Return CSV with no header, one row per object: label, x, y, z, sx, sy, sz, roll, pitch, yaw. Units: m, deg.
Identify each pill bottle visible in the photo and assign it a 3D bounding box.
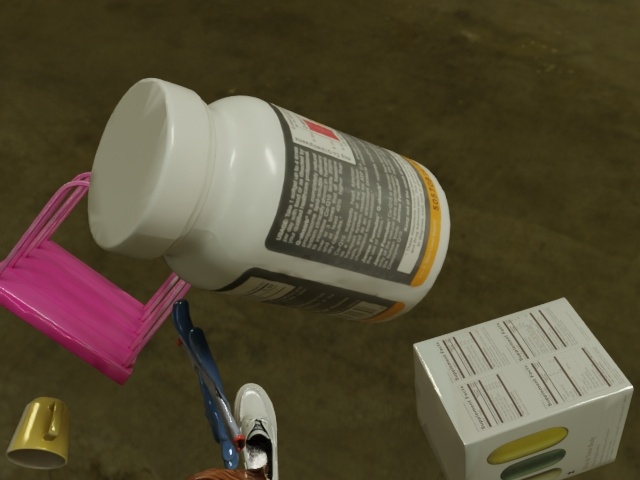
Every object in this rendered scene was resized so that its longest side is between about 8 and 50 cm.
pill bottle,-0.036,-0.027,0.625,0.278,0.162,0.162,16,34,-38

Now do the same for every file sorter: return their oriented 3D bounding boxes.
file sorter,-0.276,0.019,0.994,0.182,0.202,0.291,-51,12,3

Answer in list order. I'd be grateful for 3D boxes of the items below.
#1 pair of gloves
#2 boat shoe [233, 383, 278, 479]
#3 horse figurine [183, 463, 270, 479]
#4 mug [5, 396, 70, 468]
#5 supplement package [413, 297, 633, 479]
pair of gloves,-0.115,0.149,0.754,0.023,0.198,0.159,-22,69,-16
boat shoe,-0.095,0.296,1.117,0.066,0.063,0.184,3,57,-10
horse figurine,-0.114,0.317,0.668,0.174,0.066,0.264,12,86,1
mug,-0.292,0.203,0.801,0.078,0.062,0.064,-15,50,20
supplement package,0.304,0.256,1.169,0.262,0.199,0.198,-16,42,-8
